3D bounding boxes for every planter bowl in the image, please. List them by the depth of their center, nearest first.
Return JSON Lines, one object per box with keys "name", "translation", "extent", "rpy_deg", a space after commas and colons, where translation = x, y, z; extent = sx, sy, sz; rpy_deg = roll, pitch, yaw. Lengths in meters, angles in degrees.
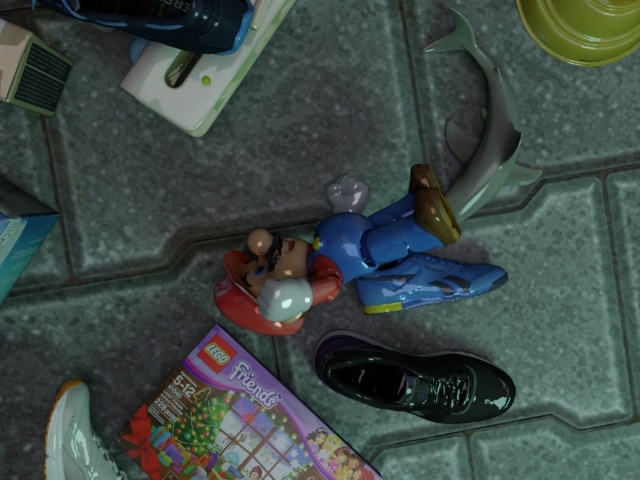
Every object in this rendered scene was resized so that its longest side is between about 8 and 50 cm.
{"name": "planter bowl", "translation": [0.379, -0.350, 1.021], "extent": [0.217, 0.090, 0.217], "rpy_deg": [0, 93, -4]}

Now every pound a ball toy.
{"name": "pound a ball toy", "translation": [-0.119, -0.293, 0.921], "extent": [0.136, 0.208, 0.319], "rpy_deg": [34, 91, -6]}

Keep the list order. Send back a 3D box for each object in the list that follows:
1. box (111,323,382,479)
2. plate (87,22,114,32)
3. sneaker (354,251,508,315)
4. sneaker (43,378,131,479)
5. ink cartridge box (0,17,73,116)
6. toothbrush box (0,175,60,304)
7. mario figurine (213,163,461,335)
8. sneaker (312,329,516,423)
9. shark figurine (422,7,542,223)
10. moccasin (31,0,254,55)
{"name": "box", "translation": [-0.094, 0.280, 0.990], "extent": [0.293, 0.057, 0.201], "rpy_deg": [41, 84, 9]}
{"name": "plate", "translation": [-0.315, -0.452, 0.954], "extent": [0.277, 0.045, 0.278], "rpy_deg": [31, 91, -16]}
{"name": "sneaker", "translation": [0.150, 0.045, 1.034], "extent": [0.209, 0.069, 0.082], "rpy_deg": [-9, 90, -4]}
{"name": "sneaker", "translation": [-0.297, 0.306, 1.006], "extent": [0.121, 0.099, 0.262], "rpy_deg": [0, 101, -12]}
{"name": "ink cartridge box", "translation": [-0.436, -0.235, 0.904], "extent": [0.234, 0.193, 0.088], "rpy_deg": [22, 91, -6]}
{"name": "toothbrush box", "translation": [-0.466, 0.059, 0.907], "extent": [0.126, 0.216, 0.295], "rpy_deg": [35, 89, -6]}
{"name": "mario figurine", "translation": [0.000, 0.000, 0.951], "extent": [0.320, 0.198, 0.170], "rpy_deg": [-28, 76, 11]}
{"name": "sneaker", "translation": [0.130, 0.198, 1.012], "extent": [0.283, 0.124, 0.107], "rpy_deg": [11, 93, -6]}
{"name": "shark figurine", "translation": [0.231, -0.160, 1.009], "extent": [0.166, 0.116, 0.278], "rpy_deg": [-3, 95, -6]}
{"name": "moccasin", "translation": [-0.233, -0.302, 0.835], "extent": [0.342, 0.117, 0.138], "rpy_deg": [19, 99, 21]}
